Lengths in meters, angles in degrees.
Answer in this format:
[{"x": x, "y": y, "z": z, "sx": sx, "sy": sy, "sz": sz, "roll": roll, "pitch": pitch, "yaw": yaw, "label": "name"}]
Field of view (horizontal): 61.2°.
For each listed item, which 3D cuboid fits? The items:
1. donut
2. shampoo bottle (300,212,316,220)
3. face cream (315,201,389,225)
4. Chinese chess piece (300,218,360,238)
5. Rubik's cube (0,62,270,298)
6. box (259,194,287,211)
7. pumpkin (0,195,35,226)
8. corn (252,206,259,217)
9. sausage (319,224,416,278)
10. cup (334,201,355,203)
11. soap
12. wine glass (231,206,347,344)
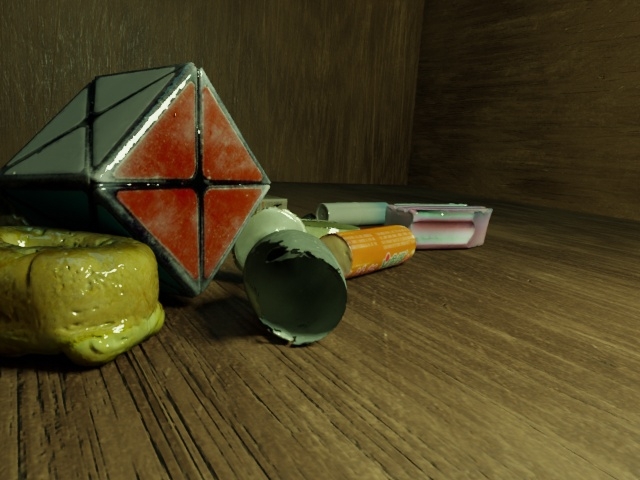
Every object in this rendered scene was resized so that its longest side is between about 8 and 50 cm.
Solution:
[{"x": -0.318, "y": 0.055, "z": 0.643, "sx": 0.262, "sy": 0.128, "sz": 0.208, "roll": 6, "pitch": 10, "yaw": 3, "label": "donut"}, {"x": -0.041, "y": -0.065, "z": 1.705, "sx": 0.048, "sy": 0.027, "sz": 0.137, "roll": -8, "pitch": 8, "yaw": 9, "label": "shampoo bottle"}, {"x": 0.108, "y": -0.084, "z": 1.727, "sx": 0.250, "sy": 0.077, "sz": 0.077, "roll": -3, "pitch": 12, "yaw": -34, "label": "face cream"}, {"x": 0.000, "y": 0.000, "z": 1.221, "sx": 0.189, "sy": 0.083, "sz": 0.188, "roll": 3, "pitch": 7, "yaw": 0, "label": "Chinese chess piece"}, {"x": -0.274, "y": -0.087, "z": 0.834, "sx": 0.260, "sy": 0.259, "sz": 0.254, "roll": 5, "pitch": 52, "yaw": 35, "label": "Rubik's cube"}, {"x": -0.304, "y": -0.153, "z": 2.035, "sx": 0.205, "sy": 0.051, "sz": 0.365, "roll": -3, "pitch": 12, "yaw": -35, "label": "box"}, {"x": -0.506, "y": 0.018, "z": 0.919, "sx": 0.140, "sy": 0.190, "sz": 0.280, "roll": 5, "pitch": 53, "yaw": 7, "label": "pumpkin"}, {"x": -0.280, "y": -0.094, "z": 1.561, "sx": 0.115, "sy": 0.115, "sz": 0.318, "roll": 8, "pitch": 11, "yaw": 20, "label": "corn"}, {"x": 0.114, "y": 0.018, "z": 1.123, "sx": 0.093, "sy": 0.092, "sz": 0.312, "roll": 11, "pitch": 12, "yaw": 36, "label": "sausage"}, {"x": 0.089, "y": -0.105, "z": 1.955, "sx": 0.083, "sy": 0.074, "sz": 0.054, "roll": 7, "pitch": -27, "yaw": 37, "label": "cup"}, {"x": 0.333, "y": -0.043, "z": 1.491, "sx": 0.324, "sy": 0.109, "sz": 0.193, "roll": -2, "pitch": 12, "yaw": -25, "label": "soap"}, {"x": -0.051, "y": 0.040, "z": 0.802, "sx": 0.144, "sy": 0.143, "sz": 0.321, "roll": 1, "pitch": 10, "yaw": -14, "label": "wine glass"}]
